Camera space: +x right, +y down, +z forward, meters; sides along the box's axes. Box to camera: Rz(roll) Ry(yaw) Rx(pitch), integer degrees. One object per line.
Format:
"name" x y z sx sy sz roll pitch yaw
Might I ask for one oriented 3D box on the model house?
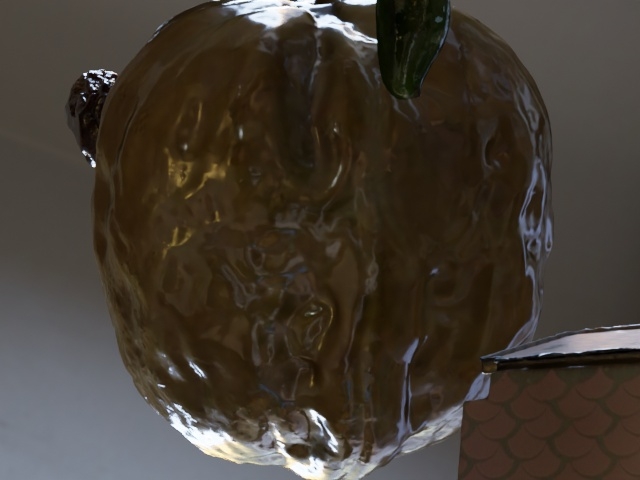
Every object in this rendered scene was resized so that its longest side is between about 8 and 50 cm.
"model house" 0.182 0.139 0.947 0.326 0.169 0.244 -59 -45 -46

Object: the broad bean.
"broad bean" 0.042 -0.193 1.079 0.039 0.069 0.227 14 -120 -66

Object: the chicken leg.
"chicken leg" -0.182 -0.096 1.542 0.219 0.048 0.089 -158 64 -75

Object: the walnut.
"walnut" 0.002 0.001 1.256 0.306 0.306 0.344 -55 -32 -58
